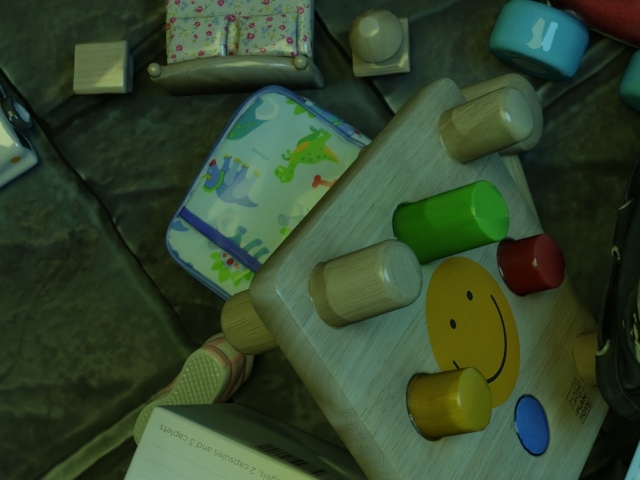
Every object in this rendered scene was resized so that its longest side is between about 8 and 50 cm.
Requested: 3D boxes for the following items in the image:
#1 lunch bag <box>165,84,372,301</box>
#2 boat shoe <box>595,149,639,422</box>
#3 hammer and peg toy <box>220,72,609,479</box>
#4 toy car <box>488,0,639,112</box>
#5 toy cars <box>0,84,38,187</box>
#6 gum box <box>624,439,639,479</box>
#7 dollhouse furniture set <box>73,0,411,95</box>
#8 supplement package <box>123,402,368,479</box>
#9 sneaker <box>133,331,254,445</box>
[{"bbox_3d":[0.000,0.000,0.974,0.219,0.090,0.176,37,96,17],"label":"lunch bag"},{"bbox_3d":[0.251,-0.017,0.796,0.127,0.113,0.340,27,49,-3],"label":"boat shoe"},{"bbox_3d":[0.116,0.035,0.798,0.127,0.361,0.266,-20,109,39],"label":"hammer and peg toy"},{"bbox_3d":[0.228,-0.224,0.865,0.210,0.238,0.219,23,89,16],"label":"toy car"},{"bbox_3d":[-0.311,-0.231,1.085,0.176,0.087,0.394,9,85,16],"label":"toy cars"},{"bbox_3d":[0.229,0.167,0.845,0.041,0.157,0.184,20,82,19],"label":"gum box"},{"bbox_3d":[-0.051,-0.286,0.980,0.355,0.174,0.303,-2,82,14],"label":"dollhouse furniture set"},{"bbox_3d":[-0.050,0.275,0.892,0.199,0.198,0.263,22,89,16],"label":"supplement package"},{"bbox_3d":[-0.097,0.123,1.008,0.051,0.070,0.134,42,124,7],"label":"sneaker"}]
